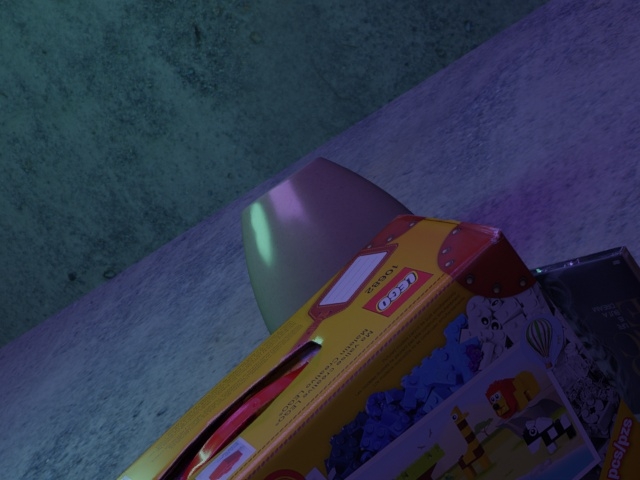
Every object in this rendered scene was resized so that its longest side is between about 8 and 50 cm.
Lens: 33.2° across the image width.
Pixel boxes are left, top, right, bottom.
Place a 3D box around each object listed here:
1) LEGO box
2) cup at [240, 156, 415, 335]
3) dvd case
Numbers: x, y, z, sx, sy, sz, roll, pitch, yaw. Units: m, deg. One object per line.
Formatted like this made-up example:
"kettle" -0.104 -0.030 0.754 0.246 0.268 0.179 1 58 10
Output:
"LEGO box" 0.040 0.280 0.941 0.500 0.372 0.193 -43 18 -13
"cup" 0.000 0.000 1.822 0.331 0.237 0.331 -35 2 1
"dvd case" 0.298 0.110 1.106 0.165 0.221 0.018 -19 26 47
